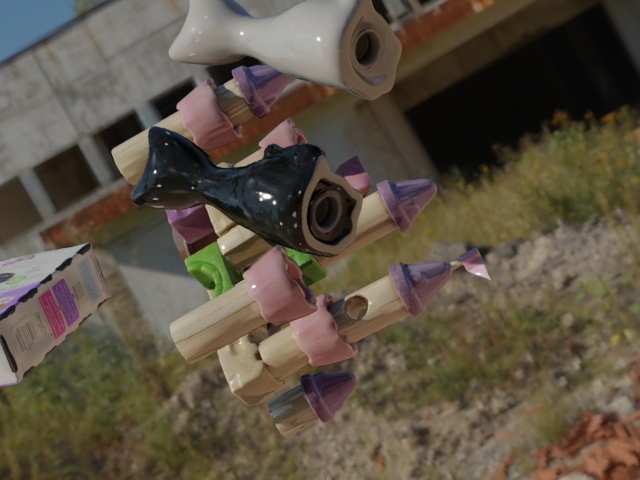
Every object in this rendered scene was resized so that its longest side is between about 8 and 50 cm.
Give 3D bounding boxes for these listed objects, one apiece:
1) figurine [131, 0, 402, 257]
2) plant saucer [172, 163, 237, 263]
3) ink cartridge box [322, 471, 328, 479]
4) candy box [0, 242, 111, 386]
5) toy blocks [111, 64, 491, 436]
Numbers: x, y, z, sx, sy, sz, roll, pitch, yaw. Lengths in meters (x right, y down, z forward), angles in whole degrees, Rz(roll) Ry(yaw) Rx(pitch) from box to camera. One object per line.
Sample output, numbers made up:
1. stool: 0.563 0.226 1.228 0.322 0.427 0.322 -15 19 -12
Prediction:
1. figurine: -0.057 -0.110 0.989 0.209 0.214 0.092 13 -2 34
2. plant saucer: -0.099 -0.010 1.461 0.168 0.168 0.029 -30 17 9
3. ink cartridge box: -0.044 0.330 1.226 0.045 0.145 0.179 13 17 10
4. candy box: -0.340 0.082 1.245 0.165 0.070 0.196 -10 20 24
5. toy blocks: 0.000 0.000 1.174 0.260 0.288 0.309 -30 -36 7
